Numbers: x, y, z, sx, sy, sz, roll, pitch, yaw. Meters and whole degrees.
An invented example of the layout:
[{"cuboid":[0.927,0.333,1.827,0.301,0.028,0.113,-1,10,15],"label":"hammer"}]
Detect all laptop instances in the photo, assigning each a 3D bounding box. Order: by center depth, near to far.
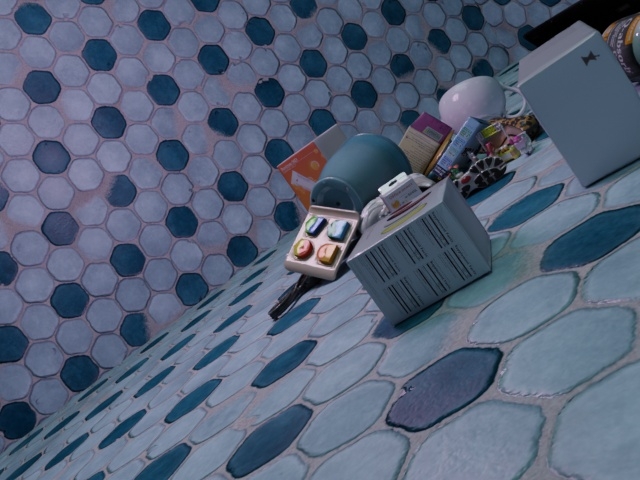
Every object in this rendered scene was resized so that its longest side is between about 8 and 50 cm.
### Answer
[{"cuboid":[0.850,-0.609,1.812,0.236,0.407,0.382,-67,15,-12],"label":"laptop"}]

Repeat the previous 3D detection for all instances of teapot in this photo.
[{"cuboid":[0.556,-0.447,2.378,0.252,0.187,0.256,-10,-21,-22],"label":"teapot"}]

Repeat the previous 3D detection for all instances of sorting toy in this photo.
[{"cuboid":[0.000,0.000,1.906,0.193,0.038,0.208,10,71,39],"label":"sorting toy"}]

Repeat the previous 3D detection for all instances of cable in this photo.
[{"cuboid":[-0.066,0.119,1.954,0.287,0.072,0.139,-38,11,-28],"label":"cable"}]

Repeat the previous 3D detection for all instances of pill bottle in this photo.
[{"cuboid":[0.763,-0.449,1.527,0.162,0.162,0.278,-35,7,4],"label":"pill bottle"}]

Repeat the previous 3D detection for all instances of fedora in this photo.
[{"cuboid":[0.401,-0.256,2.124,0.194,0.079,0.194,-57,-6,-9],"label":"fedora"}]

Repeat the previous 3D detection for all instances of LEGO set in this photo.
[{"cuboid":[0.424,-0.223,1.808,0.287,0.107,0.132,-31,9,28],"label":"LEGO set"}]

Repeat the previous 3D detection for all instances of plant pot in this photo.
[{"cuboid":[0.109,-0.155,2.038,0.271,0.272,0.255,-28,10,42],"label":"plant pot"}]

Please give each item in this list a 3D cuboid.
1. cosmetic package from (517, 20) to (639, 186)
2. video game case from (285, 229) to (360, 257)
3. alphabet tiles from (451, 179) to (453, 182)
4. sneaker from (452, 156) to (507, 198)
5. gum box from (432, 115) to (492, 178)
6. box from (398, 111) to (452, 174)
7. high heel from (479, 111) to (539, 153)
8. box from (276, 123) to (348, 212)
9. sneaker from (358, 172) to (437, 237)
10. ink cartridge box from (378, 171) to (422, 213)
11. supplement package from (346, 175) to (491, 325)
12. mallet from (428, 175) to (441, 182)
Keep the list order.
[{"cuboid":[0.525,-0.293,1.352,0.161,0.230,0.453,-32,7,24],"label":"cosmetic package"},{"cuboid":[0.015,0.011,2.125,0.226,0.026,0.206,-18,0,8],"label":"video game case"},{"cuboid":[0.275,-0.095,2.003,0.284,0.021,0.278,-34,7,14],"label":"alphabet tiles"},{"cuboid":[0.399,-0.164,1.722,0.170,0.068,0.071,-31,3,33],"label":"sneaker"},{"cuboid":[0.409,-0.260,1.908,0.157,0.041,0.184,-9,-45,-59],"label":"gum box"},{"cuboid":[0.314,-0.278,2.244,0.243,0.117,0.213,-61,-7,30],"label":"box"},{"cuboid":[0.511,-0.300,1.951,0.261,0.093,0.186,-23,10,31],"label":"high heel"},{"cuboid":[0.048,-0.196,2.377,0.215,0.345,0.168,-29,10,44],"label":"box"},{"cuboid":[0.219,-0.093,1.877,0.262,0.099,0.121,-42,22,-8],"label":"sneaker"},{"cuboid":[0.225,-0.098,1.765,0.092,0.143,0.090,-35,7,1],"label":"ink cartridge box"},{"cuboid":[0.184,0.015,1.226,0.203,0.149,0.194,-33,8,21],"label":"supplement package"},{"cuboid":[0.319,-0.187,2.091,0.039,0.062,0.189,-32,1,-29],"label":"mallet"}]
